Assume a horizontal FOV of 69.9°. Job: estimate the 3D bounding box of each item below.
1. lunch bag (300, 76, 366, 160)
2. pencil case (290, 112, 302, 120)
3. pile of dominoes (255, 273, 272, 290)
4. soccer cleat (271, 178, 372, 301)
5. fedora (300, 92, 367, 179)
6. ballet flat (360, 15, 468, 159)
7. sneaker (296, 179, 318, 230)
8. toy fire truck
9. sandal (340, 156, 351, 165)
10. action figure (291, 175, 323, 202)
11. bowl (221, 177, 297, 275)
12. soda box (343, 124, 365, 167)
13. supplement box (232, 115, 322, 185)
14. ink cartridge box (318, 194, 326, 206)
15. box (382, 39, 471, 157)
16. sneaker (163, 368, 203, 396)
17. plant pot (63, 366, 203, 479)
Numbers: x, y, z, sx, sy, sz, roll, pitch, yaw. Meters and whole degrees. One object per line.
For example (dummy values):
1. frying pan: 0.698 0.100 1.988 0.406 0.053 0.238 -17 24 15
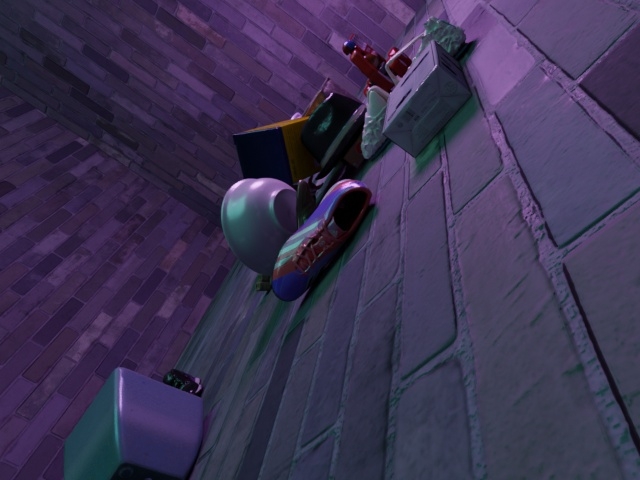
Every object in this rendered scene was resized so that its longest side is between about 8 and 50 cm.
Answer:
1. lunch bag: 0.036 -0.458 1.846 0.287 0.235 0.169 -47 17 40
2. pencil case: -0.034 -0.481 2.150 0.124 0.273 0.113 -56 2 -40
3. pile of dominoes: -0.191 0.042 1.539 0.196 0.040 0.251 156 114 -67
4. soccer cleat: 0.000 0.000 1.007 0.318 0.109 0.116 -54 14 -3
5. fedora: 0.036 -0.355 1.464 0.334 0.152 0.334 -53 2 3
6. ballet flat: 0.208 -0.403 1.213 0.409 0.147 0.147 -50 12 34
7. sneaker: -0.028 -0.070 1.227 0.066 0.071 0.188 121 148 -78
8. toy fire truck: 0.191 -0.652 1.696 0.169 0.254 0.302 -49 12 32
9. sandal: 0.105 -0.285 1.586 0.067 0.040 0.179 -50 -3 4
10. action figure: -0.109 -0.095 1.724 0.370 0.248 0.276 -40 -24 24
11. bowl: -0.121 -0.058 1.292 0.134 0.298 0.298 -23 31 41
12. soda box: 0.146 -0.317 1.422 0.181 0.058 0.061 -53 11 20
13. supplement box: -0.111 -0.324 1.636 0.195 0.194 0.356 0 21 32
14. ink cartridge box: 0.033 -0.094 1.271 0.088 0.052 0.122 -59 12 -14
15. box: 0.225 -0.317 0.994 0.169 0.087 0.290 -50 13 31
16. sneaker: -0.482 0.504 1.554 0.107 0.124 0.283 -60 11 -17
17. plant pot: -0.423 0.495 1.047 0.247 0.248 0.252 -55 27 3
